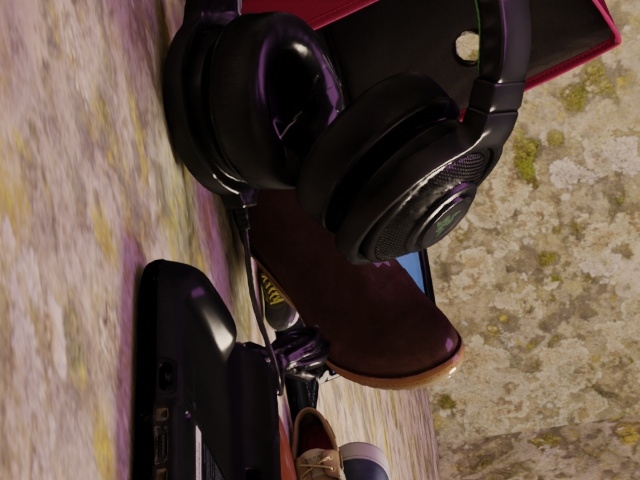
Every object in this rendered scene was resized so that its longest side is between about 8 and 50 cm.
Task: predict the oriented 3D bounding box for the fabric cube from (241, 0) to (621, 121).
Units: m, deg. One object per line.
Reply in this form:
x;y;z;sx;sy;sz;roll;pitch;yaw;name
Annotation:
0.065;-0.260;1.607;0.259;0.254;0.258;37;31;-62;fabric cube

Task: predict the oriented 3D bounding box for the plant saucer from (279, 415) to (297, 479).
-0.038;0.210;1.336;0.200;0.037;0.200;-9;90;-84;plant saucer

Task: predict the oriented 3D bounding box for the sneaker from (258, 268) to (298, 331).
-0.040;0.042;1.669;0.035;0.031;0.083;57;17;-44;sneaker

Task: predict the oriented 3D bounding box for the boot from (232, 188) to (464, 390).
0.003;-0.007;1.486;0.248;0.090;0.207;31;-33;48;boot

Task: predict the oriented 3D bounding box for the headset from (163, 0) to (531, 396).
0.013;-0.071;1.349;0.185;0.243;0.394;-9;121;-60;headset

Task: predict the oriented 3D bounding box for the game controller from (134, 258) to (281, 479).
-0.066;0.161;1.083;0.319;0.067;0.166;-94;159;-44;game controller

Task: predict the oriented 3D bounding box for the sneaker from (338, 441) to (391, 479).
0.044;0.320;1.760;0.163;0.086;0.226;-93;172;-58;sneaker

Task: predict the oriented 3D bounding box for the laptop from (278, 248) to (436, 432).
0.033;0.039;1.849;0.264;0.136;0.234;-82;162;-72;laptop

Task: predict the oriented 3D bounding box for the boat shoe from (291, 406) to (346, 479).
-0.004;0.199;1.690;0.135;0.050;0.045;-108;180;-54;boat shoe
